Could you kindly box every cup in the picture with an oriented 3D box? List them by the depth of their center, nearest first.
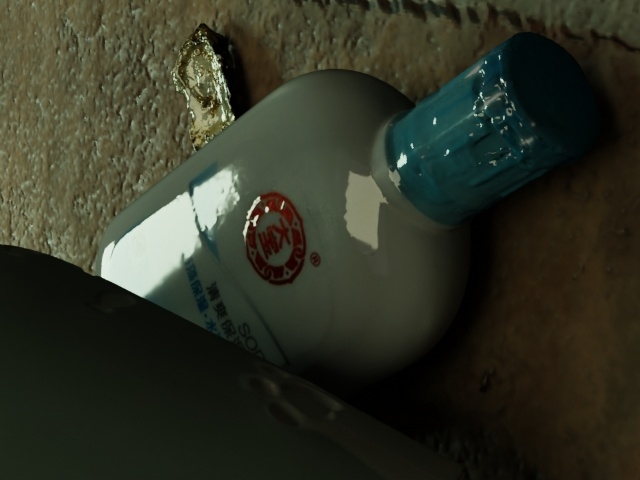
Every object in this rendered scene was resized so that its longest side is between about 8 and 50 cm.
[{"bbox_3d":[-0.113,0.170,0.647,0.274,0.259,0.356,29,162,9],"label":"cup"}]

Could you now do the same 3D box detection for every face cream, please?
[{"bbox_3d":[0.000,0.000,0.669,0.337,0.080,0.163,-31,73,45],"label":"face cream"}]

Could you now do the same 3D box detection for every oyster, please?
[{"bbox_3d":[-0.066,-0.092,0.782,0.054,0.019,0.083,-21,79,48],"label":"oyster"}]
